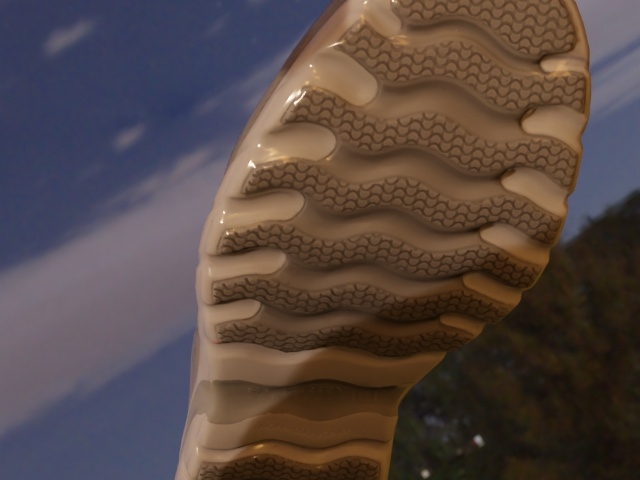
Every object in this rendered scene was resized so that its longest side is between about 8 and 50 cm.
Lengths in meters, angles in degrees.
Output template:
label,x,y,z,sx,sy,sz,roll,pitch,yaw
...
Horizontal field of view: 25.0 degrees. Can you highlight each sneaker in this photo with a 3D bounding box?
label,x,y,z,sx,sy,sz,roll,pitch,yaw
sneaker,0.000,0.000,0.504,0.105,0.115,0.281,12,-48,-15
